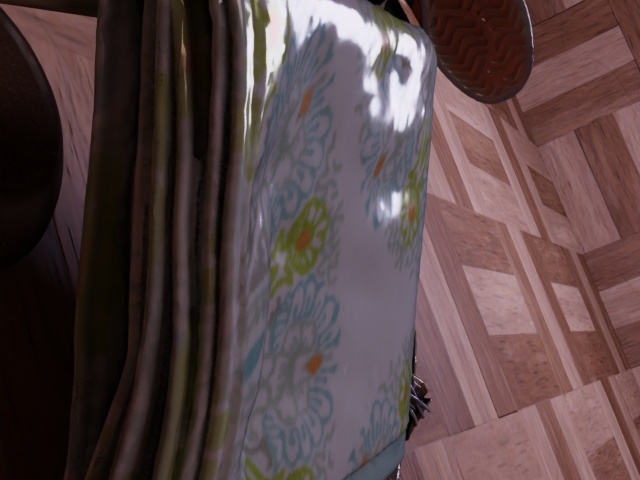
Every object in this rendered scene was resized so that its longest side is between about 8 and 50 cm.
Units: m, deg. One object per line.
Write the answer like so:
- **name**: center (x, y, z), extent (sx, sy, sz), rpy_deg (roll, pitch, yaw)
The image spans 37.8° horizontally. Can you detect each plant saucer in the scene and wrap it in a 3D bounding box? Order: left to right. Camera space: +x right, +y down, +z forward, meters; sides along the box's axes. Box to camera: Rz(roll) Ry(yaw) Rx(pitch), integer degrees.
- **plant saucer**: center (-0.197, -0.080, 0.485), extent (0.198, 0.036, 0.198), rpy_deg (51, 25, -34)

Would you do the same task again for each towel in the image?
- **towel**: center (-0.012, 0.014, 0.549), extent (0.374, 0.090, 0.320), rpy_deg (-9, 107, -69)

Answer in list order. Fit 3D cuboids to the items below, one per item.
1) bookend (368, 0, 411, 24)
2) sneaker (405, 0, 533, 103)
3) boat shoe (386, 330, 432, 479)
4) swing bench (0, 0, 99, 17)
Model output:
- **bookend**: center (-0.003, -0.176, 0.970), extent (0.072, 0.156, 0.157), rpy_deg (58, -22, -20)
- **sneaker**: center (0.123, -0.281, 0.942), extent (0.302, 0.108, 0.121), rpy_deg (55, 19, -26)
- **boat shoe**: center (0.057, 0.135, 0.807), extent (0.066, 0.066, 0.183), rpy_deg (50, 26, -34)
- **swing bench**: center (-0.195, -0.212, 0.411), extent (0.255, 0.165, 0.253), rpy_deg (25, 15, 17)
